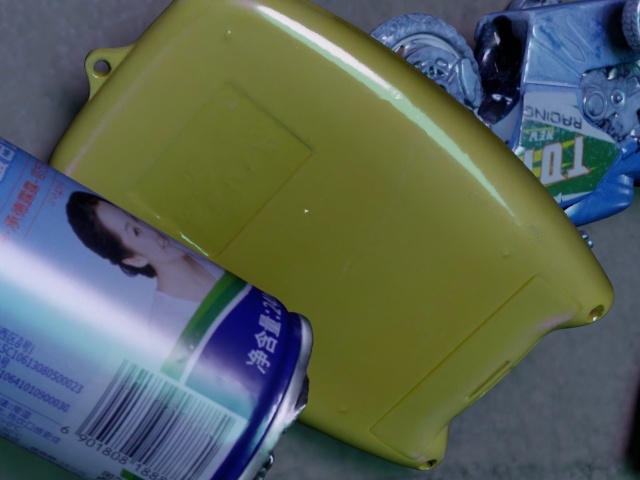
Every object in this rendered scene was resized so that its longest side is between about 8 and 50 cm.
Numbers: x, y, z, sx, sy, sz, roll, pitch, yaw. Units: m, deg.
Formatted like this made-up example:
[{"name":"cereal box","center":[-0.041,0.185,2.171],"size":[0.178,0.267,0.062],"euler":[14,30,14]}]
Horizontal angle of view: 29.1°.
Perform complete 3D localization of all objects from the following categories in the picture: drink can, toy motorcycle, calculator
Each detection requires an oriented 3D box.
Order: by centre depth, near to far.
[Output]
[{"name":"drink can","center":[-0.122,0.011,0.436],"size":[0.235,0.097,0.097],"euler":[30,78,-15]},{"name":"calculator","center":[0.000,0.000,0.503],"size":[0.236,0.033,0.157],"euler":[37,112,-16]},{"name":"toy motorcycle","center":[0.122,-0.049,0.573],"size":[0.254,0.092,0.136],"euler":[-14,103,-31]}]

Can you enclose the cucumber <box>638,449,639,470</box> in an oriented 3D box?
[{"name":"cucumber","center":[0.189,0.060,0.638],"size":[0.033,0.034,0.135],"euler":[30,82,-38]}]
